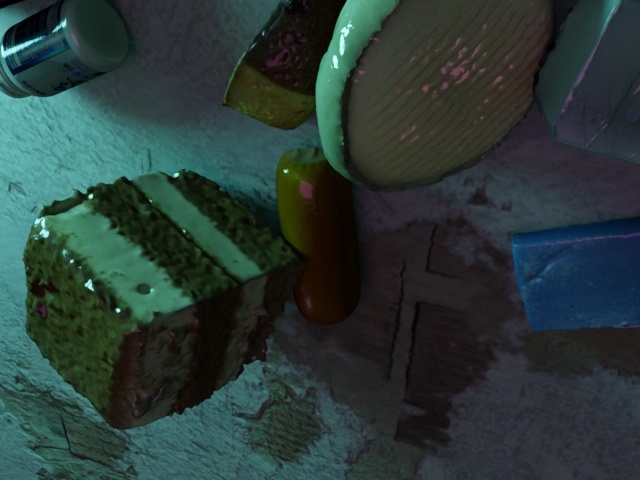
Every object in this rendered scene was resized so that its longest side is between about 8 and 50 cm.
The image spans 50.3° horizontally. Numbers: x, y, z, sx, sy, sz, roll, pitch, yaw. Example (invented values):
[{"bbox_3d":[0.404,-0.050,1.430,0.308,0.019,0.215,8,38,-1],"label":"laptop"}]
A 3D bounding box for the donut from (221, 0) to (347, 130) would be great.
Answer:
[{"bbox_3d":[-0.020,-0.227,0.805,0.112,0.151,0.295,31,127,-10],"label":"donut"}]

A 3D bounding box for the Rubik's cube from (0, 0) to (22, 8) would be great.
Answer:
[{"bbox_3d":[-0.500,-0.383,0.892,0.163,0.162,0.161,7,122,20],"label":"Rubik's cube"}]

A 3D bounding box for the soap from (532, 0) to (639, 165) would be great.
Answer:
[{"bbox_3d":[0.357,-0.146,0.681,0.261,0.094,0.150,14,128,-10],"label":"soap"}]

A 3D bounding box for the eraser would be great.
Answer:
[{"bbox_3d":[0.406,0.038,0.852,0.311,0.043,0.144,-8,117,27],"label":"eraser"}]

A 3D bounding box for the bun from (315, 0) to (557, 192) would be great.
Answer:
[{"bbox_3d":[0.112,-0.192,0.740,0.287,0.146,0.287,-17,140,-15],"label":"bun"}]

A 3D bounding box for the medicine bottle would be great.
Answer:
[{"bbox_3d":[-0.369,-0.262,0.946,0.191,0.107,0.107,-13,115,29],"label":"medicine bottle"}]

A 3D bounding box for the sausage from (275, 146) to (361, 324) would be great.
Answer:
[{"bbox_3d":[-0.001,0.000,0.963,0.105,0.105,0.275,5,121,20],"label":"sausage"}]

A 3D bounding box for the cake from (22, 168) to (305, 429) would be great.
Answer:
[{"bbox_3d":[-0.219,0.079,0.945,0.282,0.290,0.256,39,133,23],"label":"cake"}]
